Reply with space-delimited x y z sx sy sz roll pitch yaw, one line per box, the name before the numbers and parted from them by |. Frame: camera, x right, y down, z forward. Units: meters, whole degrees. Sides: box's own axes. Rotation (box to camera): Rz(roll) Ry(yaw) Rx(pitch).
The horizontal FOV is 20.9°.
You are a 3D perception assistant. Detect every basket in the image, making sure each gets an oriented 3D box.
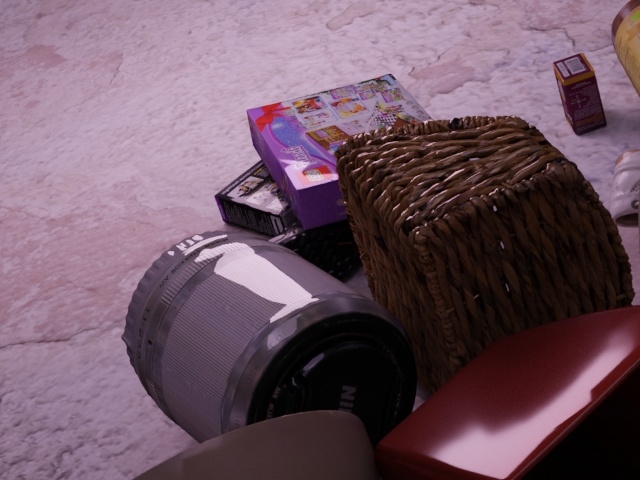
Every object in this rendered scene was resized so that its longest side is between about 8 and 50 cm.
basket | 0.171 0.019 1.742 0.213 0.299 0.223 -26 33 -11

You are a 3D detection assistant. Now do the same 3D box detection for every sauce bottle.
sauce bottle | 0.442 -0.185 2.093 0.111 0.111 0.344 -18 33 2

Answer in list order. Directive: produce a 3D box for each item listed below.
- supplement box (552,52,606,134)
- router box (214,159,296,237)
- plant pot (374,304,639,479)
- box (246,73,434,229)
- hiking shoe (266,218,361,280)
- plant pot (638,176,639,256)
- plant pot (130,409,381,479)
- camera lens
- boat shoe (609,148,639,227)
supplement box | 0.324 -0.184 2.174 0.043 0.083 0.055 -19 32 1
router box | -0.028 -0.076 2.231 0.179 0.046 0.133 -39 36 -29
plant pot | 0.208 0.218 1.487 0.267 0.267 0.236 -38 25 -28
box | 0.037 -0.115 2.138 0.201 0.057 0.293 -14 26 -8
hiking shoe | 0.000 0.000 2.084 0.227 0.086 0.114 -21 22 -21
plant pot | 0.477 -0.017 1.722 0.274 0.256 0.256 -1 33 -1
plant pot | -0.053 0.299 1.509 0.284 0.284 0.191 -23 67 -7
camera lens | -0.051 0.125 1.775 0.219 0.219 0.274 -32 34 -20
boat shoe | 0.450 -0.030 1.881 0.277 0.098 0.096 6 66 23
